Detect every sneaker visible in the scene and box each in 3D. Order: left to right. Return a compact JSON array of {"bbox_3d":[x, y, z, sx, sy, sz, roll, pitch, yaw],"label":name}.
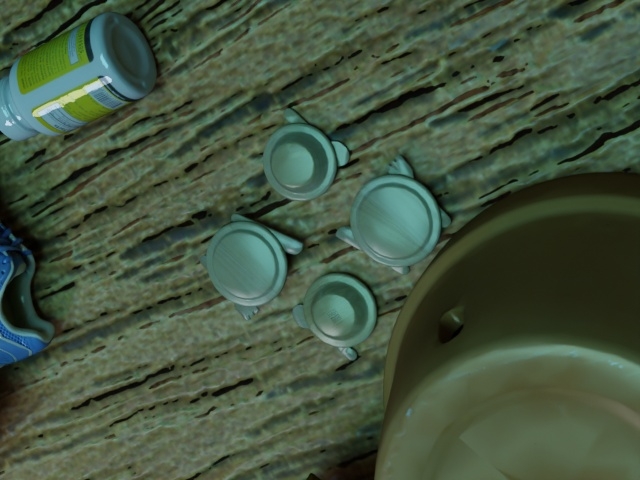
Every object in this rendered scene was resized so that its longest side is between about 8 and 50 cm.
[{"bbox_3d":[-0.268,0.000,0.847,0.081,0.080,0.211,-9,110,17],"label":"sneaker"}]

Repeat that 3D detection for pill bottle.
[{"bbox_3d":[-0.181,-0.114,0.783,0.116,0.065,0.065,-20,95,25],"label":"pill bottle"}]

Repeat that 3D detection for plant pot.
[{"bbox_3d":[0.157,0.118,0.629,0.290,0.203,0.291,5,104,21],"label":"plant pot"}]

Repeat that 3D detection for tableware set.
[{"bbox_3d":[0.000,0.000,0.764,0.141,0.020,0.169,34,112,9],"label":"tableware set"}]

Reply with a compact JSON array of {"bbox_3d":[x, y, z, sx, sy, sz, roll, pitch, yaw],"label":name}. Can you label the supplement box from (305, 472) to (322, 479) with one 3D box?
[{"bbox_3d":[0.013,0.293,0.711,0.191,0.129,0.194,37,84,1],"label":"supplement box"}]
